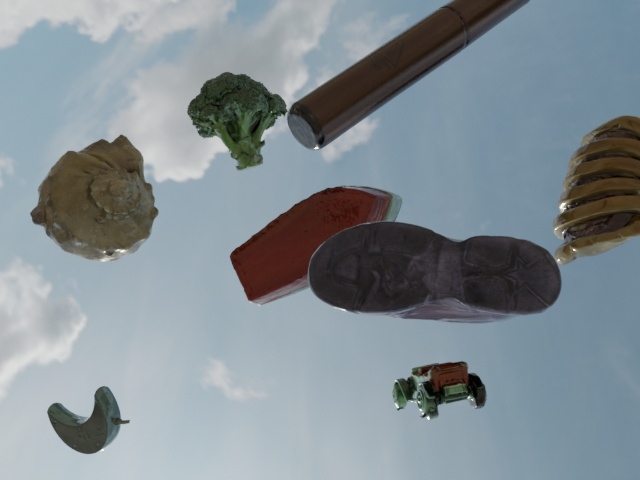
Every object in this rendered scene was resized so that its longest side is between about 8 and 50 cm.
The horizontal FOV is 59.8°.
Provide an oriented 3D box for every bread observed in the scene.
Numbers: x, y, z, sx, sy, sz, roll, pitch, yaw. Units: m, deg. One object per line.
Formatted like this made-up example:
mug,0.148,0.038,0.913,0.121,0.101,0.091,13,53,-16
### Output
bread,0.404,-0.073,0.803,0.134,0.081,0.225,-29,-146,64

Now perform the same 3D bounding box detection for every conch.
conch,-0.454,-0.082,1.087,0.324,0.186,0.263,-12,-117,32

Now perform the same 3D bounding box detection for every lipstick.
lipstick,0.109,-0.210,0.614,0.357,0.057,0.057,-38,-129,-22

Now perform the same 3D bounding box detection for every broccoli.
broccoli,-0.218,-0.328,1.521,0.270,0.270,0.270,-16,-90,15

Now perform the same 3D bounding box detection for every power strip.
power strip,-0.502,0.397,1.221,0.216,0.044,0.137,-21,-87,27

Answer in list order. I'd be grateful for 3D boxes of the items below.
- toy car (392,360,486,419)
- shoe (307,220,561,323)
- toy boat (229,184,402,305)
toy car,0.128,0.166,0.631,0.073,0.143,0.054,-8,-101,-9
shoe,0.112,0.045,0.590,0.245,0.137,0.095,2,-108,10
toy boat,0.000,0.000,1.031,0.332,0.133,0.145,-31,-106,20
